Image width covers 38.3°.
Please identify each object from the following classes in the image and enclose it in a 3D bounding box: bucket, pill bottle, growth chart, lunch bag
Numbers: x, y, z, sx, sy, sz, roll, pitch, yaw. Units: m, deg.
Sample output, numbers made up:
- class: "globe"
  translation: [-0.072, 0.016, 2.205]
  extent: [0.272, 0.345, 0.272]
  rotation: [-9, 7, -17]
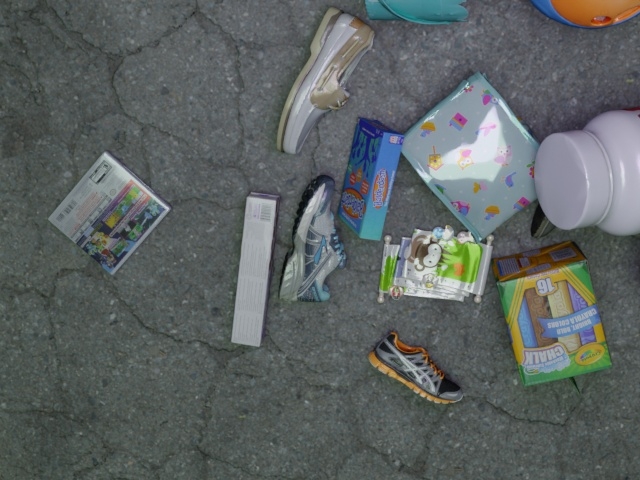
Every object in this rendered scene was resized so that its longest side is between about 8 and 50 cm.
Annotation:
- class: "bucket"
  translation: [0.170, -0.524, 1.660]
  extent: [0.183, 0.281, 0.281]
  rotation: [-3, 104, 9]
- class: "pill bottle"
  translation: [0.609, -0.132, 1.664]
  extent: [0.408, 0.229, 0.229]
  rotation: [-9, 104, -16]
- class: "growth chart"
  translation: [0.237, 0.051, 1.915]
  extent: [0.237, 0.021, 0.171]
  rotation: [2, 104, 7]
- class: "lunch bag"
  translation: [0.301, -0.166, 1.787]
  extent: [0.223, 0.160, 0.262]
  rotation: [-39, 103, 14]

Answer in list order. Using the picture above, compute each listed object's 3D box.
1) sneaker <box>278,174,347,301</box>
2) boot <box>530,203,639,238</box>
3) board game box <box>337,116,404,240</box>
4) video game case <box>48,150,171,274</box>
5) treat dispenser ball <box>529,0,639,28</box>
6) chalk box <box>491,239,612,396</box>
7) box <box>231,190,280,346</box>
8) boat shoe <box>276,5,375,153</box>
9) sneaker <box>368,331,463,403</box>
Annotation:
- class: "sneaker"
  translation: [0.000, 0.000, 1.896]
  extent: [0.122, 0.110, 0.283]
  rotation: [13, 113, -7]
- class: "boot"
  translation: [0.549, -0.051, 1.837]
  extent: [0.209, 0.076, 0.189]
  rotation: [21, 119, -9]
- class: "board game box"
  translation: [0.096, -0.124, 1.813]
  extent: [0.047, 0.160, 0.210]
  rotation: [6, 105, -18]
- class: "video game case"
  translation: [-0.447, -0.057, 1.955]
  extent: [0.183, 0.023, 0.201]
  rotation: [42, 103, -5]
- class: "treat dispenser ball"
  translation: [0.481, -0.517, 1.613]
  extent: [0.288, 0.288, 0.288]
  rotation: [1, 104, 5]
- class: "chalk box"
  translation: [0.463, 0.172, 1.844]
  extent: [0.179, 0.180, 0.288]
  rotation: [-14, 101, 9]
- class: "box"
  translation: [-0.136, 0.060, 1.932]
  extent: [0.067, 0.063, 0.323]
  rotation: [8, 105, 5]
- class: "boat shoe"
  translation: [0.007, -0.298, 1.804]
  extent: [0.103, 0.113, 0.302]
  rotation: [25, 104, 5]
- class: "sneaker"
  translation: [0.210, 0.271, 1.945]
  extent: [0.215, 0.084, 0.083]
  rotation: [29, 100, -1]
